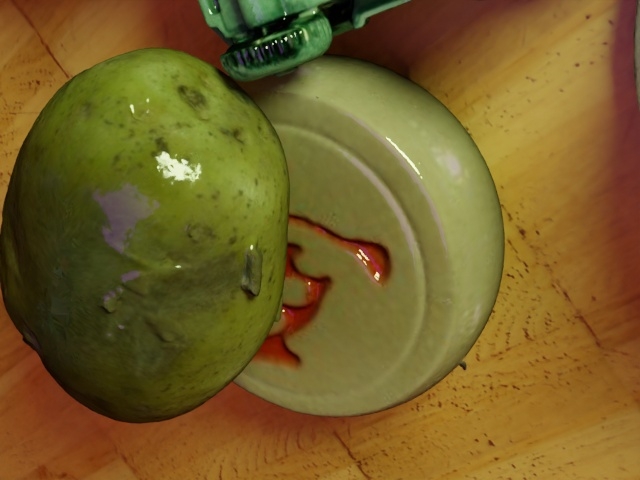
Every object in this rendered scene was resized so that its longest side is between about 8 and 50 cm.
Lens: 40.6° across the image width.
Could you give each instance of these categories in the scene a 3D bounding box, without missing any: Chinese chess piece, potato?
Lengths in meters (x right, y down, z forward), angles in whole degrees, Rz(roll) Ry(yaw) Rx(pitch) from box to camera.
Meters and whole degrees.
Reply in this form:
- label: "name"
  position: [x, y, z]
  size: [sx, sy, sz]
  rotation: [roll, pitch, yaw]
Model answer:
- label: "Chinese chess piece"
  position: [0.000, 0.000, 0.629]
  size: [0.273, 0.102, 0.273]
  rotation: [11, 117, 23]
- label: "potato"
  position: [-0.112, 0.006, 0.545]
  size: [0.197, 0.148, 0.228]
  rotation: [38, 123, -7]

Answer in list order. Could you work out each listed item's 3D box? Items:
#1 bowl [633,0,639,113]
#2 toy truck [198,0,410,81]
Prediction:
- label: "bowl"
  position: [0.343, -0.056, 0.351]
  size: [0.435, 0.196, 0.434]
  rotation: [13, 124, 19]
- label: "toy truck"
  position: [0.041, -0.199, 0.486]
  size: [0.279, 0.156, 0.155]
  rotation: [-12, 106, 31]
